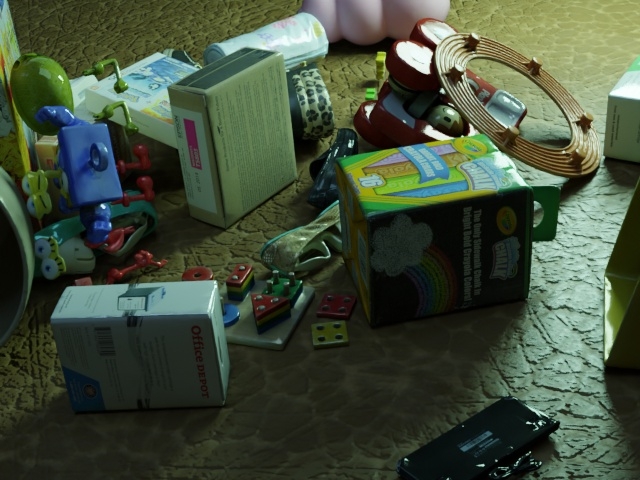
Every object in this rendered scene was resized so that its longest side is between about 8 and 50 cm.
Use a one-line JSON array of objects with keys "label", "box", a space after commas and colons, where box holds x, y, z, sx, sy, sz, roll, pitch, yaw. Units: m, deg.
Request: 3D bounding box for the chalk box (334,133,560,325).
[{"label": "chalk box", "box": [0.182, -0.024, 1.330, 0.289, 0.180, 0.179, -9, 32, -9]}]

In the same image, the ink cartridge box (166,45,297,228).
[{"label": "ink cartridge box", "box": [-0.136, -0.169, 1.559, 0.088, 0.235, 0.193, 18, 38, 34]}]

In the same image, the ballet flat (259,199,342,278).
[{"label": "ballet flat", "box": [0.000, 0.000, 1.441, 0.067, 0.073, 0.206, 44, 54, 17]}]

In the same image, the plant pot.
[{"label": "plant pot", "box": [0.468, 0.036, 1.181, 0.187, 0.212, 0.212, 14, 35, 7]}]

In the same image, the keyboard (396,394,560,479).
[{"label": "keyboard", "box": [0.183, 0.234, 1.059, 0.180, 0.023, 0.108, -25, 30, -27]}]

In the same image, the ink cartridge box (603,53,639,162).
[{"label": "ink cartridge box", "box": [0.645, -0.208, 1.610, 0.289, 0.122, 0.211, 14, 37, 28]}]

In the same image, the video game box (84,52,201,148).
[{"label": "video game box", "box": [-0.257, -0.239, 1.628, 0.205, 0.048, 0.187, 24, 42, 23]}]

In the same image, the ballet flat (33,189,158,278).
[{"label": "ballet flat", "box": [-0.348, 0.001, 1.467, 0.087, 0.083, 0.247, 35, 50, 28]}]

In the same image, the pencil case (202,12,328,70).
[{"label": "pencil case", "box": [-0.113, -0.389, 2.029, 0.273, 0.113, 0.124, -29, 37, -34]}]

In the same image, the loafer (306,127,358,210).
[{"label": "loafer", "box": [0.021, -0.123, 1.611, 0.078, 0.076, 0.223, 6, 36, 3]}]

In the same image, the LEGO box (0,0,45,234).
[{"label": "LEGO box", "box": [-0.597, -0.240, 1.614, 0.193, 0.372, 0.500, -12, 33, -11]}]

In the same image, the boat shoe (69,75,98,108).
[{"label": "boat shoe", "box": [-0.524, -0.293, 1.988, 0.063, 0.066, 0.184, -8, 31, 23]}]

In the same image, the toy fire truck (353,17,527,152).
[{"label": "toy fire truck", "box": [0.218, -0.228, 1.669, 0.254, 0.169, 0.302, 33, 38, 5]}]

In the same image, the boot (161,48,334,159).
[{"label": "boot", "box": [-0.149, -0.269, 1.818, 0.284, 0.138, 0.377, -10, 31, -10]}]

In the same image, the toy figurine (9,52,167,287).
[{"label": "toy figurine", "box": [-0.309, -0.122, 1.347, 0.191, 0.363, 0.217, -9, -6, -24]}]

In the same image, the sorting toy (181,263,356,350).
[{"label": "sorting toy", "box": [-0.083, 0.085, 1.317, 0.274, 0.046, 0.132, 7, 34, 18]}]

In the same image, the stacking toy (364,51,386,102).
[{"label": "stacking toy", "box": [0.181, -0.301, 1.903, 0.167, 0.052, 0.221, 4, 38, 9]}]

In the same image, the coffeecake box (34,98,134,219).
[{"label": "coffeecake box", "box": [-0.394, -0.139, 1.636, 0.068, 0.142, 0.185, 5, 33, 15]}]

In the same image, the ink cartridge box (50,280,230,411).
[{"label": "ink cartridge box", "box": [-0.213, 0.129, 1.176, 0.190, 0.140, 0.082, -3, 30, 2]}]

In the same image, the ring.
[{"label": "ring", "box": [0.337, -0.237, 1.615, 0.336, 0.032, 0.337, 21, 42, -19]}]

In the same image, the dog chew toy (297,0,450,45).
[{"label": "dog chew toy", "box": [0.113, -0.527, 2.149, 0.331, 0.207, 0.207, -12, 31, 3]}]

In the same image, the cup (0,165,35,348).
[{"label": "cup", "box": [-0.527, -0.011, 1.308, 0.331, 0.331, 0.237, -4, 21, 2]}]
